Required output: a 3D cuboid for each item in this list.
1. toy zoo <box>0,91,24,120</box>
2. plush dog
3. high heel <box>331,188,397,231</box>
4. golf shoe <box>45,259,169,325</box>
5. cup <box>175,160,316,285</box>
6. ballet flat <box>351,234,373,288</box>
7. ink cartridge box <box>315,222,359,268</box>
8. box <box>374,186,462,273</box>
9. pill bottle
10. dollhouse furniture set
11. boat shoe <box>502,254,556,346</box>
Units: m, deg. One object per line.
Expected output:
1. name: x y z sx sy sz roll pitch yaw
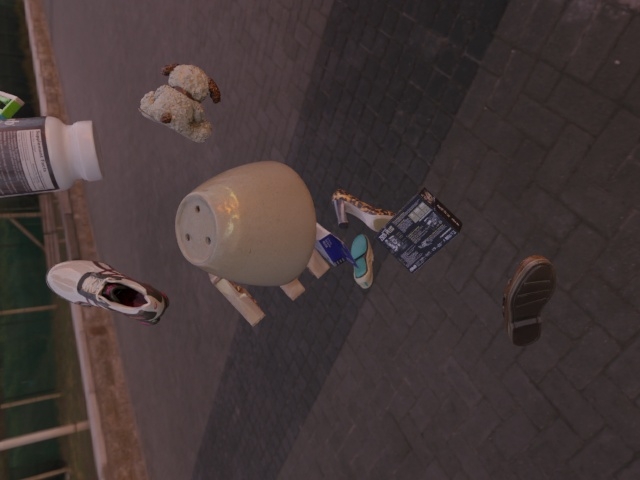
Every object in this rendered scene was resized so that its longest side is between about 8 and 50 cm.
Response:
1. toy zoo: -1.033 -0.327 1.476 0.192 0.030 0.293 23 72 40
2. plush dog: -0.467 -0.485 1.654 0.225 0.262 0.210 -64 7 0
3. high heel: 0.175 -0.125 1.797 0.093 0.261 0.186 102 164 -48
4. golf shoe: -0.464 0.098 1.058 0.120 0.273 0.105 110 177 -72
5. cup: -0.209 -0.033 1.207 0.331 0.237 0.331 6 99 41
6. ballet flat: 0.160 0.079 1.803 0.248 0.086 0.086 -83 13 -51
7. ink cartridge box: 0.000 0.000 1.462 0.224 0.045 0.223 38 172 27
8. box: 0.262 -0.026 1.317 0.147 0.077 0.180 43 121 2
9. pill bottle: -0.623 -0.179 1.048 0.162 0.279 0.162 170 90 -72
10. dollhouse furniture set: -0.227 0.115 2.040 0.256 0.394 0.362 51 171 -17
11. boat shoe: 0.512 0.140 1.252 0.104 0.111 0.307 -97 1 -49
